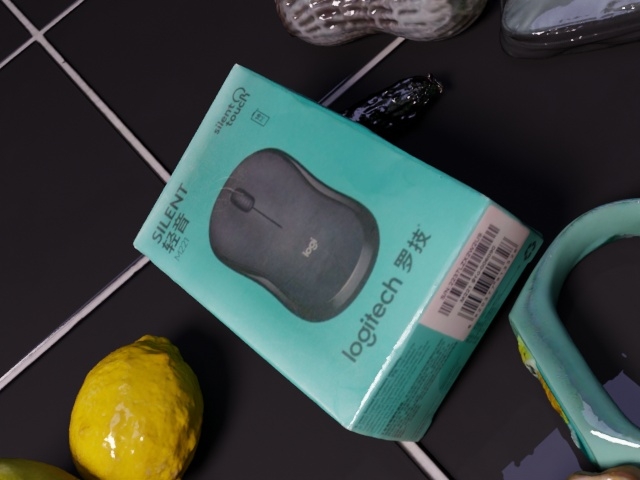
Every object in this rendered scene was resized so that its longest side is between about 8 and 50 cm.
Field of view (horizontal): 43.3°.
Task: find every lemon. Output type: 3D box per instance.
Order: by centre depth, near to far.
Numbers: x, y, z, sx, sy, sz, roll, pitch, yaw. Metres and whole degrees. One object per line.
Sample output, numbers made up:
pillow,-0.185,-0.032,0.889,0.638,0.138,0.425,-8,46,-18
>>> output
lemon,-0.157,0.151,0.697,0.114,0.114,0.155,-11,51,18

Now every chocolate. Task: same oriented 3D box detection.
chocolate,0.067,-0.266,0.881,0.248,0.110,0.110,3,60,29

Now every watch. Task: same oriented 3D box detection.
watch,0.255,0.075,0.597,0.195,0.068,0.237,-26,48,4

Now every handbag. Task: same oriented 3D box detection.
handbag,0.338,-0.280,0.792,0.332,0.075,0.192,-8,53,24

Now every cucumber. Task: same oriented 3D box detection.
cucumber,0.042,-0.119,0.829,0.181,0.053,0.053,-27,52,5

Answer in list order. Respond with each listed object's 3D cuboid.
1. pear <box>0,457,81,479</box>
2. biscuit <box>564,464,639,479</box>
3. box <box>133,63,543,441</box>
pear,-0.235,0.271,0.613,0.200,0.200,0.200,-12,55,17
biscuit,0.221,0.214,0.514,0.183,0.061,0.118,41,106,37
box,0.000,0.000,0.692,0.311,0.118,0.205,35,94,37
